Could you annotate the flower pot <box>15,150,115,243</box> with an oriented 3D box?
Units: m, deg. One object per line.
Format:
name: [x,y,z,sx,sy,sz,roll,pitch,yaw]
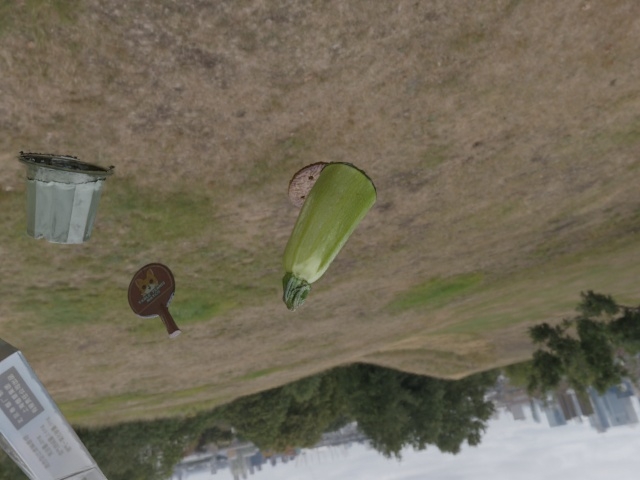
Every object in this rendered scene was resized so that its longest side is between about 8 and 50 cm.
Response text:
flower pot: [-0.823,-0.135,1.648,0.291,0.259,0.290,14,-169,-3]

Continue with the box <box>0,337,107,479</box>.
box: [-0.394,0.236,0.681,0.155,0.242,0.067,9,-144,41]

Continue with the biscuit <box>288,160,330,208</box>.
biscuit: [-0.008,-0.162,1.573,0.188,0.027,0.187,-13,142,-10]

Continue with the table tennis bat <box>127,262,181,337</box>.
table tennis bat: [-0.296,0.132,1.039,0.107,0.170,0.119,-41,151,5]

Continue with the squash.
squash: [0.000,0.000,0.716,0.094,0.224,0.094,19,149,12]
